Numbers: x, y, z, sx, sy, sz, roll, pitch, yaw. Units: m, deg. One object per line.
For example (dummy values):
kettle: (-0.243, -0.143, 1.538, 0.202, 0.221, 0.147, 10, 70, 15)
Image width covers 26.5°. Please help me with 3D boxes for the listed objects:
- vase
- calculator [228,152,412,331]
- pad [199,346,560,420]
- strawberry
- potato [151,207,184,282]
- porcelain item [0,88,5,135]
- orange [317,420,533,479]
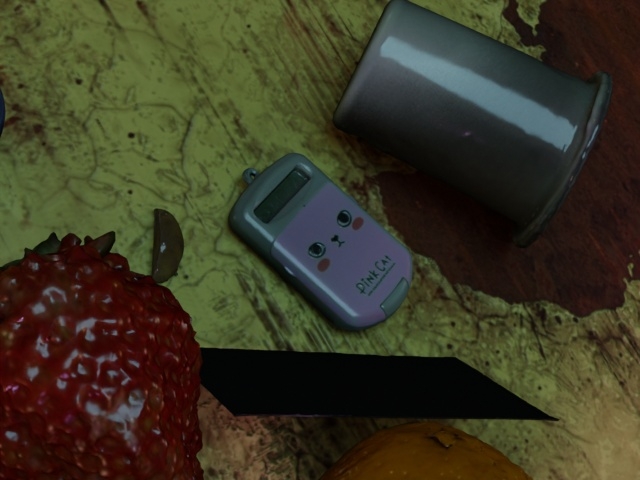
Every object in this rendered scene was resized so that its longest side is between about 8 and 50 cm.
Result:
vase: (0.174, -0.153, 1.671, 0.291, 0.245, 0.245, 24, 59, -2)
calculator: (0.000, 0.000, 1.613, 0.246, 0.045, 0.141, 43, 57, 0)
pad: (0.039, 0.154, 1.464, 0.368, 0.247, 0.007, 4, 99, -23)
strawberry: (-0.225, 0.172, 1.303, 0.267, 0.312, 0.351, -26, 97, -11)
potato: (-0.170, 0.001, 1.540, 0.037, 0.036, 0.093, 8, 63, -17)
porcelain item: (-0.414, -0.126, 1.445, 0.147, 0.114, 0.147, 10, 62, -19)
orange: (0.115, 0.356, 1.336, 0.293, 0.340, 0.340, -44, 88, -10)
